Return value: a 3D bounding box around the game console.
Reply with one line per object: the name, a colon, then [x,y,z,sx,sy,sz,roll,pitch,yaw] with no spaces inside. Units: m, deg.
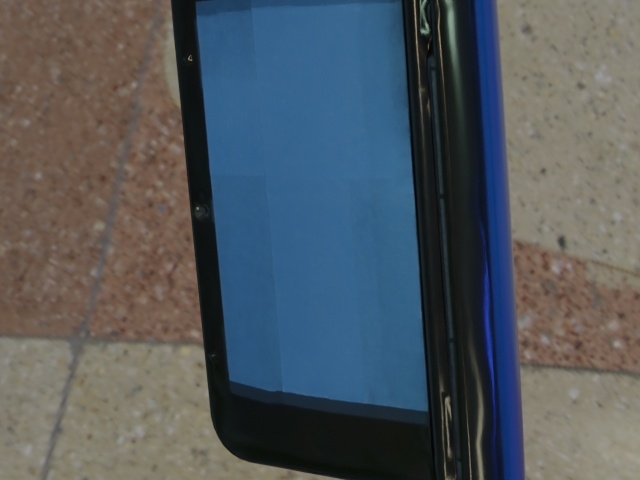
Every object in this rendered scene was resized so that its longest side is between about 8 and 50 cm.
game console: [0.000,0.000,0.626,0.173,0.250,0.293,-4,100,6]
